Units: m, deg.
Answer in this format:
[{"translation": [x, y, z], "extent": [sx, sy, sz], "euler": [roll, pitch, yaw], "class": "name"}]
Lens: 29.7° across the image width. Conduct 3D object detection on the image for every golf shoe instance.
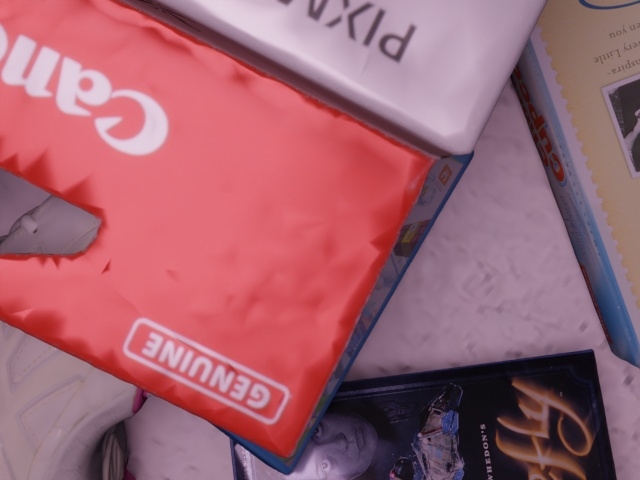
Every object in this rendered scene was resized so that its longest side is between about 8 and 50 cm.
[{"translation": [-0.121, 0.039, 0.497], "extent": [0.140, 0.115, 0.306], "euler": [24, 94, -1], "class": "golf shoe"}]

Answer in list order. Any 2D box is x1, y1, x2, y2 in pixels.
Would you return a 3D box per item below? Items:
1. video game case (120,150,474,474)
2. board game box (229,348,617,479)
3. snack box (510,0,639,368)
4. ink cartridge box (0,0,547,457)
[{"translation": [0.000, 0.000, 0.480], "extent": [0.015, 0.119, 0.166], "euler": [21, 73, 35], "class": "video game case"}, {"translation": [0.054, 0.178, 0.516], "extent": [0.165, 0.042, 0.243], "euler": [-8, 78, -2], "class": "board game box"}, {"translation": [0.250, -0.088, 0.522], "extent": [0.322, 0.060, 0.187], "euler": [-21, 96, 0], "class": "snack box"}, {"translation": [-0.076, -0.090, 0.376], "extent": [0.275, 0.060, 0.239], "euler": [26, 90, -3], "class": "ink cartridge box"}]
